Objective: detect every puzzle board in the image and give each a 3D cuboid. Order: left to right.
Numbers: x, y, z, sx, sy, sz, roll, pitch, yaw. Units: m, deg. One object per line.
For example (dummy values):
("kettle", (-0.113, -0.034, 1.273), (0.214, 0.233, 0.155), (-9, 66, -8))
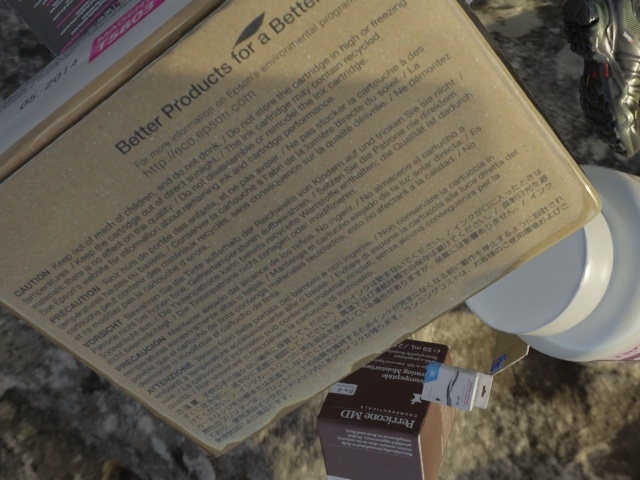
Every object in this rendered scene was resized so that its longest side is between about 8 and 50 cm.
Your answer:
("puzzle board", (0.350, 0.188, 1.788), (0.011, 0.128, 0.096), (25, 57, -10))

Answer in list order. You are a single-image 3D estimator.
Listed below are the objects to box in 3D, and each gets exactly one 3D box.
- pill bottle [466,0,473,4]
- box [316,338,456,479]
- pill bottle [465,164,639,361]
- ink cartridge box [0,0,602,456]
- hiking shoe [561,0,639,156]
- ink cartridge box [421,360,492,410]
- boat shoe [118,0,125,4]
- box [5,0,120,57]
("pill bottle", (0.160, -0.345, 1.106), (0.123, 0.123, 0.219), (42, 104, -8))
("box", (0.111, 0.282, 1.571), (0.168, 0.203, 0.167), (6, 128, 19))
("pill bottle", (0.256, 0.024, 0.871), (0.301, 0.169, 0.169), (6, 107, -45))
("ink cartridge box", (-0.024, -0.029, 0.451), (0.234, 0.088, 0.193), (-34, 123, 16))
("hiking shoe", (0.371, -0.205, 1.180), (0.114, 0.086, 0.227), (-27, 124, -3))
("ink cartridge box", (0.178, 0.192, 1.284), (0.083, 0.028, 0.048), (12, 98, 15))
("boat shoe", (-0.127, -0.204, 0.769), (0.091, 0.109, 0.305), (-8, 143, -11))
("box", (-0.161, -0.258, 0.998), (0.247, 0.163, 0.142), (-43, 65, 1))
